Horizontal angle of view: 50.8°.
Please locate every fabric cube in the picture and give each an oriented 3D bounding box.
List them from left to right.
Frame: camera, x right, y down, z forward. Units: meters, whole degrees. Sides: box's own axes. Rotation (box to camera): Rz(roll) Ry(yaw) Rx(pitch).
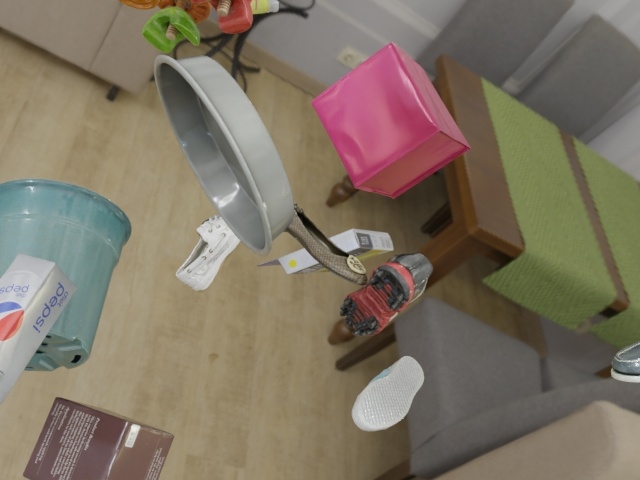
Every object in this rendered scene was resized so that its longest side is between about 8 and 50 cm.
[{"bbox_3d":[0.181,-0.289,1.698,0.259,0.254,0.258,7,53,-62],"label":"fabric cube"}]

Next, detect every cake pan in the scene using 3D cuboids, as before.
[{"bbox_3d":[-0.126,-0.118,0.898,0.054,0.293,0.293,-31,78,-17],"label":"cake pan"}]

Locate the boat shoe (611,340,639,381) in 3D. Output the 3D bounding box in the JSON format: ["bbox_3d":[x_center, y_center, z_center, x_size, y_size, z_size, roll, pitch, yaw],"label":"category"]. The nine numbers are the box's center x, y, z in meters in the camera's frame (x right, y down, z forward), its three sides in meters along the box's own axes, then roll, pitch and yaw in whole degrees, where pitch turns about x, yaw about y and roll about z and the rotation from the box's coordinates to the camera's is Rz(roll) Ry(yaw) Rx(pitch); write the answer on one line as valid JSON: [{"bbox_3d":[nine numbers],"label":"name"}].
[{"bbox_3d":[0.613,0.139,1.106,0.116,0.320,0.099,-146,-144,-81],"label":"boat shoe"}]

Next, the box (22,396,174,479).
[{"bbox_3d":[-0.447,0.435,1.369,0.167,0.203,0.168,48,57,-58],"label":"box"}]

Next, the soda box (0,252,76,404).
[{"bbox_3d":[-0.576,0.169,1.235,0.091,0.098,0.286,13,57,19],"label":"soda box"}]

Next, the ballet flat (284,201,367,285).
[{"bbox_3d":[0.000,0.000,1.313,0.250,0.058,0.084,39,13,27],"label":"ballet flat"}]

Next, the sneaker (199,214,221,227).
[{"bbox_3d":[-0.215,-0.037,1.885,0.132,0.229,0.086,7,70,-72],"label":"sneaker"}]

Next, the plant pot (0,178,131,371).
[{"bbox_3d":[-0.622,0.095,1.509,0.341,0.341,0.334,20,53,-29],"label":"plant pot"}]

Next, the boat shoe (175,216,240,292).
[{"bbox_3d":[-0.264,-0.007,1.683,0.096,0.098,0.277,33,85,-27],"label":"boat shoe"}]

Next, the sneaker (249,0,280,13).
[{"bbox_3d":[-0.160,-0.599,1.486,0.081,0.094,0.208,-123,-165,-66],"label":"sneaker"}]

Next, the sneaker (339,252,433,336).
[{"bbox_3d":[0.132,0.104,1.322,0.135,0.276,0.097,-32,78,-32],"label":"sneaker"}]

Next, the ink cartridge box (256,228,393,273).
[{"bbox_3d":[0.021,0.048,1.943,0.304,0.307,0.072,1,68,-67],"label":"ink cartridge box"}]

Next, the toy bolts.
[{"bbox_3d":[-0.215,-0.444,1.118,0.218,0.229,0.158,41,54,-54],"label":"toy bolts"}]

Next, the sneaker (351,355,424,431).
[{"bbox_3d":[0.178,0.470,1.958,0.135,0.150,0.366,50,33,12],"label":"sneaker"}]
